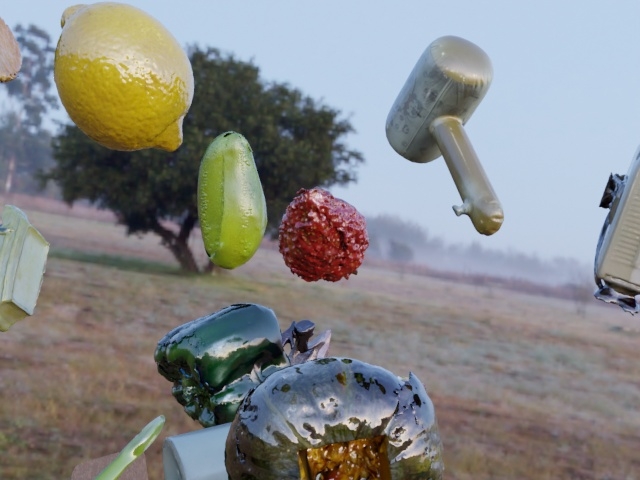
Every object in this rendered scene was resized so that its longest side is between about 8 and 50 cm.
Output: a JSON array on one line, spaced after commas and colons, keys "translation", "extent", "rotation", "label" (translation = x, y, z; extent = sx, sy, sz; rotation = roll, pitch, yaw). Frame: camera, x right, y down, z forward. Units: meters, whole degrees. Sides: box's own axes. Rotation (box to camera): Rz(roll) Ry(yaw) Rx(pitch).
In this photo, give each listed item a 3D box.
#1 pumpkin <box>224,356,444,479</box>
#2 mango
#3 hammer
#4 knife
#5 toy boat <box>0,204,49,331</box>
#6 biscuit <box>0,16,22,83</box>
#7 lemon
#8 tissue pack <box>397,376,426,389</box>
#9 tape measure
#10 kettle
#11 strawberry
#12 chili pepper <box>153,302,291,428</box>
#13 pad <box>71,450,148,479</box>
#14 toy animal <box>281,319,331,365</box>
[{"translation": [0.022, 0.317, 1.254], "extent": [0.320, 0.320, 0.192], "rotation": [9, 7, -10], "label": "pumpkin"}, {"translation": [-0.102, -0.048, 1.067], "extent": [0.074, 0.165, 0.091], "rotation": [-4, 14, -42], "label": "mango"}, {"translation": [0.191, -0.127, 1.253], "extent": [0.113, 0.305, 0.202], "rotation": [2, -38, -21], "label": "hammer"}, {"translation": [-0.238, 0.266, 1.057], "extent": [0.022, 0.184, 0.026], "rotation": [43, -45, 0], "label": "knife"}, {"translation": [-0.642, 0.052, 1.887], "extent": [0.084, 0.276, 0.111], "rotation": [-5, -28, 12], "label": "toy boat"}, {"translation": [-0.609, -0.369, 1.507], "extent": [0.035, 0.254, 0.254], "rotation": [-36, -21, 16], "label": "biscuit"}, {"translation": [-0.275, -0.227, 1.248], "extent": [0.187, 0.244, 0.187], "rotation": [-31, 12, 7], "label": "lemon"}, {"translation": [0.161, 0.380, 1.959], "extent": [0.149, 0.106, 0.099], "rotation": [-23, 18, -39], "label": "tissue pack"}, {"translation": [0.518, -0.028, 1.454], "extent": [0.133, 0.271, 0.231], "rotation": [18, 8, 14], "label": "tape measure"}, {"translation": [-0.105, 0.435, 1.601], "extent": [0.318, 0.265, 0.205], "rotation": [-13, 29, -23], "label": "kettle"}, {"translation": [0.015, -0.003, 1.560], "extent": [0.174, 0.098, 0.228], "rotation": [1, -29, -8], "label": "strawberry"}, {"translation": [-0.202, 0.257, 1.912], "extent": [0.257, 0.248, 0.233], "rotation": [-28, 30, -30], "label": "chili pepper"}, {"translation": [-0.483, 0.623, 2.092], "extent": [0.176, 0.266, 0.002], "rotation": [-12, 17, -28], "label": "pad"}, {"translation": [-0.062, 0.318, 2.077], "extent": [0.090, 0.324, 0.195], "rotation": [29, 24, 35], "label": "toy animal"}]
